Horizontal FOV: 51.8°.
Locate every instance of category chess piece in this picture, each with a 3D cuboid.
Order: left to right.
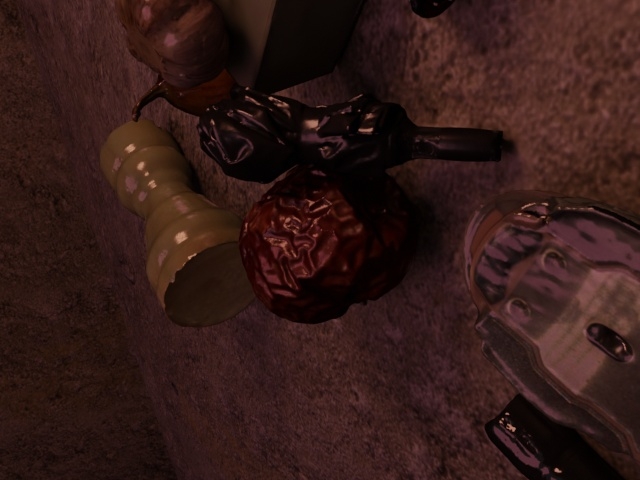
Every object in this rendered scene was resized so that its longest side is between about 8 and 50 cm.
[{"bbox_3d":[-0.297,-0.057,1.340,0.442,0.234,0.234,53,149,33],"label":"chess piece"}]

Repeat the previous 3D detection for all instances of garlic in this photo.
[{"bbox_3d":[-0.165,-0.248,0.758,0.147,0.102,0.159,49,163,-4],"label":"garlic"}]

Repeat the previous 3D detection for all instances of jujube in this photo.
[{"bbox_3d":[0.000,0.000,0.848,0.232,0.213,0.213,-40,75,48],"label":"jujube"}]

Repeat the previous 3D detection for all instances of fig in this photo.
[{"bbox_3d":[-0.192,-0.262,1.049,0.149,0.202,0.148,42,-151,-71],"label":"fig"}]

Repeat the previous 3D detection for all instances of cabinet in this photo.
[{"bbox_3d":[-0.044,-0.301,0.774,0.145,0.150,0.206,53,150,15],"label":"cabinet"}]

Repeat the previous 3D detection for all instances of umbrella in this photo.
[{"bbox_3d":[0.024,-0.111,0.722,0.340,0.118,0.118,7,123,18],"label":"umbrella"}]

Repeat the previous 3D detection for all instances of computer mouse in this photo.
[{"bbox_3d":[0.288,0.087,0.545,0.389,0.115,0.199,41,134,20],"label":"computer mouse"}]

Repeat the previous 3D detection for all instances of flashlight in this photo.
[{"bbox_3d":[0.330,0.318,0.650,0.424,0.103,0.103,45,145,34],"label":"flashlight"}]

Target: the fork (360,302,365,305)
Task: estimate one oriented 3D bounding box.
[{"bbox_3d":[0.045,0.005,0.990,0.034,0.028,0.219,13,126,47],"label":"fork"}]

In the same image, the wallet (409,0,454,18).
[{"bbox_3d":[0.097,-0.368,0.576,0.221,0.071,0.262,57,143,19],"label":"wallet"}]
